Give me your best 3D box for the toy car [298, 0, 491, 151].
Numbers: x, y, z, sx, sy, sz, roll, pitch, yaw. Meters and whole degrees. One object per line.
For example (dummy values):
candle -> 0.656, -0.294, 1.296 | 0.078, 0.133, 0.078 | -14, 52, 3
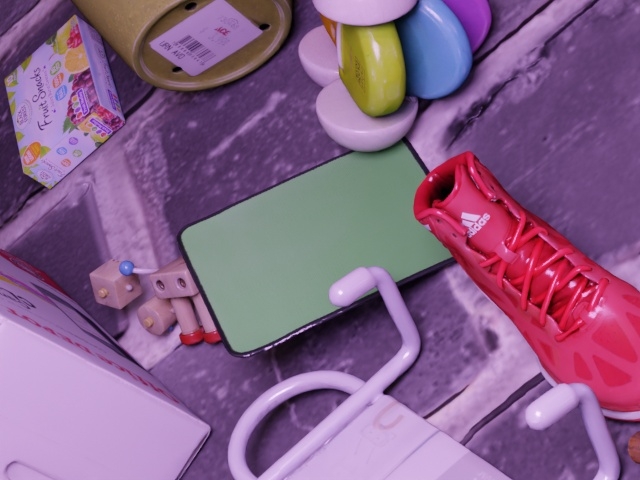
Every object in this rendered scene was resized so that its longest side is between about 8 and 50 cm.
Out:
toy car -> 0.055, -0.165, 1.250 | 0.136, 0.159, 0.182 | -8, 40, -7

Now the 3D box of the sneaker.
sneaker -> 0.126, 0.024, 1.043 | 0.087, 0.128, 0.221 | -53, 40, 1

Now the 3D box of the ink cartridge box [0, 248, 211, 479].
ink cartridge box -> -0.258, 0.089, 1.293 | 0.306, 0.226, 0.131 | 32, 89, 49

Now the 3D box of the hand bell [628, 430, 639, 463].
hand bell -> 0.256, 0.109, 0.901 | 0.242, 0.126, 0.126 | -7, 58, 55

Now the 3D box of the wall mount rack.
wall mount rack -> -0.002, 0.166, 1.021 | 0.304, 0.130, 0.350 | -40, 38, -16

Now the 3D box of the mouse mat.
mouse mat -> 0.000, 0.000, 1.217 | 0.190, 0.007, 0.152 | -25, 43, -3

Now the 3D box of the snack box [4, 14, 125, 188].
snack box -> -0.238, -0.129, 1.567 | 0.100, 0.037, 0.141 | -40, 42, 18

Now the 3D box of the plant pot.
plant pot -> -0.133, -0.280, 1.432 | 0.275, 0.275, 0.293 | -34, 61, 23

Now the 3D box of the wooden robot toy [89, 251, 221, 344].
wooden robot toy -> -0.093, 0.031, 1.316 | 0.173, 0.076, 0.079 | -5, 25, 42
